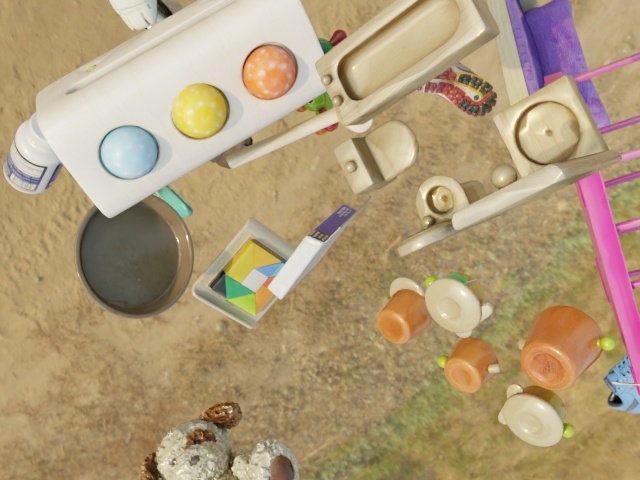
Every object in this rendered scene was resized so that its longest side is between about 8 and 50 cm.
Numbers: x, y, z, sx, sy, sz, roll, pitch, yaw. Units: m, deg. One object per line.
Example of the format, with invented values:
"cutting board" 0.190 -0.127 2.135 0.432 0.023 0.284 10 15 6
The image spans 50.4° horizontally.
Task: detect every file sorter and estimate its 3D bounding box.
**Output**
"file sorter" 0.360 -0.028 0.671 0.182 0.202 0.291 -17 120 20

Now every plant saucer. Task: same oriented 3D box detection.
"plant saucer" -0.401 0.031 1.466 0.278 0.041 0.278 8 78 -42

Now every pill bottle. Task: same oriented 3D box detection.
"pill bottle" -0.504 -0.161 1.220 0.094 0.094 0.169 6 153 -34

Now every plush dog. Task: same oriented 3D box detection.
"plush dog" -0.189 0.415 1.196 0.262 0.225 0.210 -38 163 -15

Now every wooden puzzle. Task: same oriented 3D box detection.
"wooden puzzle" -0.168 0.089 1.686 0.221 0.044 0.239 37 93 -37

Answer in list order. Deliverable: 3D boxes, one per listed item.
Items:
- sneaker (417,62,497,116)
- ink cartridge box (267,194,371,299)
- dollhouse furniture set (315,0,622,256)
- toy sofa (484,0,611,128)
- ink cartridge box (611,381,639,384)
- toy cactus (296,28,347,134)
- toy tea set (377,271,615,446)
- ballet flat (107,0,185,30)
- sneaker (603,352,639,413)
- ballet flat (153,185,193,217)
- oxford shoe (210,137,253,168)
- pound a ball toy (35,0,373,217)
"sneaker" 0.226 -0.313 1.294 0.225 0.093 0.088 32 111 -9
"ink cartridge box" 0.000 0.000 1.452 0.224 0.045 0.223 -50 177 29
"dollhouse furniture set" 0.057 -0.076 0.388 0.144 0.151 0.123 -29 173 35
"toy sofa" 0.398 -0.342 1.252 0.177 0.363 0.150 -16 148 22
"ink cartridge box" 0.349 0.095 0.554 0.145 0.179 0.045 14 71 -49
"toy cactus" -0.006 -0.243 0.904 0.180 0.219 0.112 43 131 -14
"toy tea set" 0.248 0.132 0.992 0.124 0.336 0.200 -35 149 -43
"ballet flat" -0.329 -0.444 1.297 0.107 0.106 0.316 -8 175 14
"sneaker" 0.493 0.210 1.063 0.082 0.069 0.209 -6 138 11
"ballet flat" -0.425 -0.107 1.850 0.087 0.247 0.083 -37 130 -12
"oxford shoe" -0.206 -0.265 1.791 0.096 0.083 0.227 30 141 -20
"pound a ball toy" -0.097 -0.131 0.718 0.319 0.136 0.208 -30 128 -4
